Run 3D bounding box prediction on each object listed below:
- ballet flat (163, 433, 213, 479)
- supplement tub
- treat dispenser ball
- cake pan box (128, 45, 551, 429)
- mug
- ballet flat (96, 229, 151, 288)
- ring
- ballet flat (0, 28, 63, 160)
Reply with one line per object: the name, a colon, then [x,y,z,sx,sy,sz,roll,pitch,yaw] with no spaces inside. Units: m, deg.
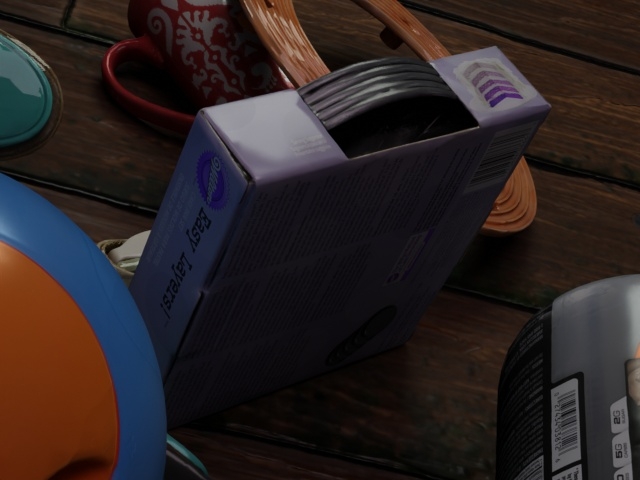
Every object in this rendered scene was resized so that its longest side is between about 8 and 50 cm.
ballet flat: [-0.077,0.176,0.821,0.280,0.095,0.096,28,51,6]
supplement tub: [0.205,0.196,0.839,0.207,0.207,0.338,17,40,-7]
treat dispenser ball: [-0.220,0.096,0.687,0.288,0.288,0.288,13,41,-12]
cake pan box: [0.000,0.000,0.915,0.245,0.267,0.070,-19,60,-36]
mug: [-0.085,-0.137,1.177,0.169,0.150,0.113,54,12,26]
ballet flat: [-0.093,0.013,1.022,0.168,0.052,0.057,-13,51,-36]
ring: [0.051,-0.129,1.174,0.336,0.032,0.337,37,26,-22]
ballet flat: [-0.353,-0.117,0.995,0.342,0.124,0.116,8,77,-11]
